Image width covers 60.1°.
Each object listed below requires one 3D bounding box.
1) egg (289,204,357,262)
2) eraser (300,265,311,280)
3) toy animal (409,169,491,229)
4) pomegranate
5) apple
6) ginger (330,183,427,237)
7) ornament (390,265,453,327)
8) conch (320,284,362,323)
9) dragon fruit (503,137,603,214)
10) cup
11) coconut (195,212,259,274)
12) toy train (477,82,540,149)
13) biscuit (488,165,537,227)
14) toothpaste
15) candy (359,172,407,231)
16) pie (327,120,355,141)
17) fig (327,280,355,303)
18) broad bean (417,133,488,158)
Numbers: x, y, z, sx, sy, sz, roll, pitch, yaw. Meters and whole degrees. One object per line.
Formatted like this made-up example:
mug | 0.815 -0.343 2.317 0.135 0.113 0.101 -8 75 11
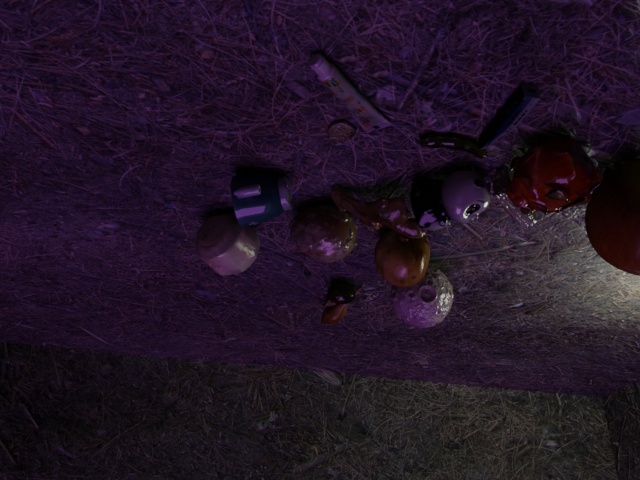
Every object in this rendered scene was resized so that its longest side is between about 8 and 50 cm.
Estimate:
egg | 0.010 -0.026 1.904 0.245 0.203 0.203 13 153 19
eraser | -0.061 0.140 2.367 0.019 0.027 0.099 -2 150 26
toy animal | 0.406 -0.125 1.712 0.235 0.165 0.187 -11 175 25
pomegranate | 0.301 0.053 2.006 0.215 0.215 0.215 3 150 2
apple | 0.952 -0.069 1.592 0.339 0.339 0.339 3 150 2
ginger | 0.188 -0.095 1.795 0.334 0.081 0.148 15 148 10
ornament | 0.408 0.222 2.226 0.259 0.259 0.225 3 172 1
conch | 0.093 0.294 2.563 0.330 0.109 0.093 -48 163 30
dragon fruit | 0.650 -0.174 1.560 0.224 0.224 0.227 18 146 -23
cup | -0.184 -0.140 1.774 0.173 0.167 0.300 -10 175 5
coconut | -0.327 0.020 2.011 0.224 0.224 0.234 -11 134 24
toy train | 0.497 -0.321 1.482 0.051 0.052 0.234 6 150 -13
biscuit | 0.607 -0.133 1.735 0.062 0.108 0.239 -23 141 34
toothpaste | 0.077 -0.373 1.442 0.056 0.058 0.314 -52 137 3
candy | 0.220 -0.128 1.847 0.084 0.078 0.287 17 140 -16
pie | 0.058 -0.310 1.583 0.085 0.017 0.085 2 151 1
fig | 0.079 0.237 2.452 0.117 0.117 0.177 13 162 -16
broad bean | 0.389 -0.271 1.592 0.227 0.039 0.069 13 155 -16
